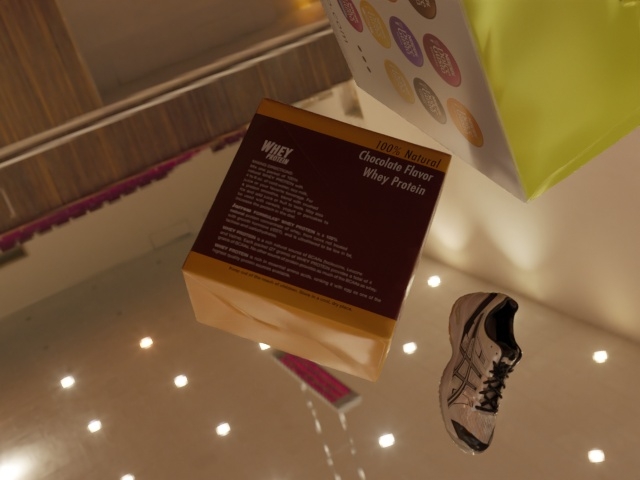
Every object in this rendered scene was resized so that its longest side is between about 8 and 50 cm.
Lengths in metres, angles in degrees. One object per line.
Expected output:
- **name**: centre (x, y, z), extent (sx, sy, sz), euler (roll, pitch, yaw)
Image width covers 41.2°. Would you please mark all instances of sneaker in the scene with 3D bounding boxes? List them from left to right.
- **sneaker**: centre (0.083, 0.065, 0.431), extent (0.031, 0.083, 0.037), euler (14, 162, -34)

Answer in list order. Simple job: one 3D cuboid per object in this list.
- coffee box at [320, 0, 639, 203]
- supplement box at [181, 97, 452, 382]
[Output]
- **coffee box**: centre (0.183, -0.308, 0.766), extent (0.338, 0.338, 0.334), euler (-34, -142, -6)
- **supplement box**: centre (0.000, 0.000, 0.812), extent (0.191, 0.129, 0.194), euler (18, -115, 7)
